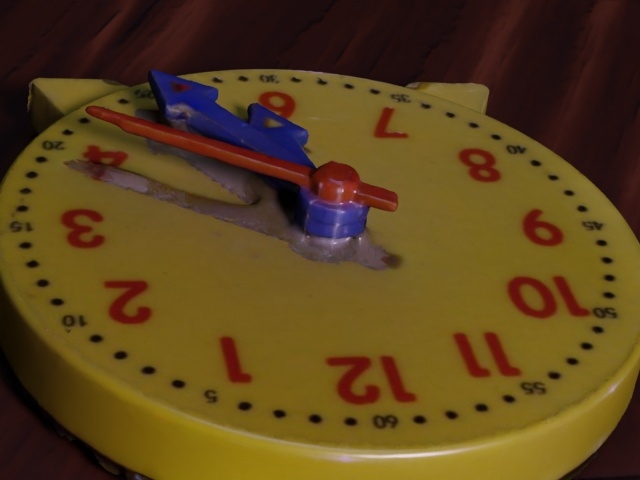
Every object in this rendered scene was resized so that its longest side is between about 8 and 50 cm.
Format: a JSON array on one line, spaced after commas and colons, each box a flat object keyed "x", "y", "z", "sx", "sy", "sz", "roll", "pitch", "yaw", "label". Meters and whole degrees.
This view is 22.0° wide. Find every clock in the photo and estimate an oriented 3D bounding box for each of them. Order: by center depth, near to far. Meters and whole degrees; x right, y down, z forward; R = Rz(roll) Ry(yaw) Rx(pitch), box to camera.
[{"x": 0.001, "y": -0.002, "z": 0.691, "sx": 0.277, "sy": 0.071, "sz": 0.293, "roll": -5, "pitch": 38, "yaw": -19, "label": "clock"}]
